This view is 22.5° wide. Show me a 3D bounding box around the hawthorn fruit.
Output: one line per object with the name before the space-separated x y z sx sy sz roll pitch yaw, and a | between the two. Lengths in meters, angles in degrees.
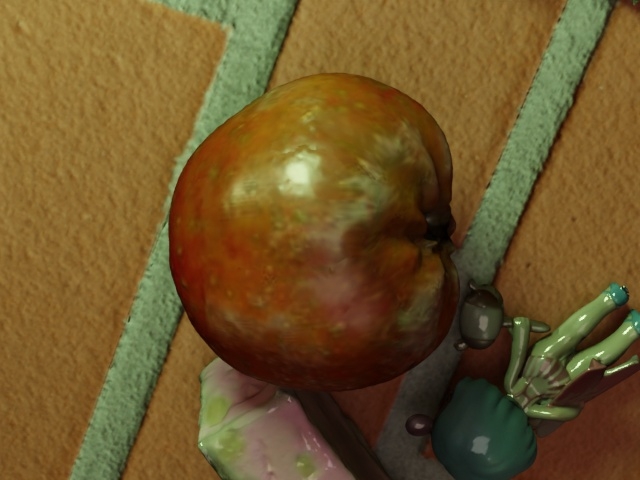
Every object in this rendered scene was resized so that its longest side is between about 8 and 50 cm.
hawthorn fruit | 0.000 0.000 1.440 0.284 0.284 0.284 -2 112 -5

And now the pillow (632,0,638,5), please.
pillow | 0.327 -0.269 1.486 0.211 0.034 0.135 27 102 -16

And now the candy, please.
candy | -0.012 0.232 1.587 0.116 0.155 0.265 -31 111 12

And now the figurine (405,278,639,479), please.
figurine | 0.205 0.131 1.595 0.260 0.103 0.205 -38 112 -1
